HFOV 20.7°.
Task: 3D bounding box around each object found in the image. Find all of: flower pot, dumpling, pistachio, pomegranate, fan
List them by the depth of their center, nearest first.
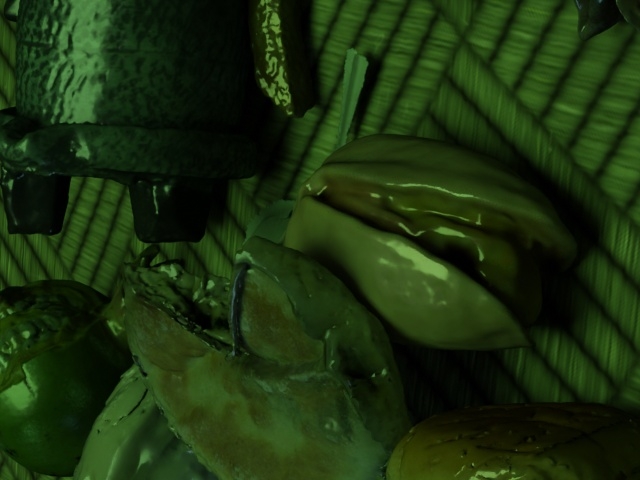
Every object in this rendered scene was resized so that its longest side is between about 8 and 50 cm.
[{"bbox_3d":[0.089,0.007,1.556,0.299,0.187,0.187,20,110,44],"label":"pistachio"},{"bbox_3d":[0.001,0.000,1.785,0.233,0.012,0.414,40,127,39],"label":"fan"},{"bbox_3d":[-0.215,-0.135,1.817,0.299,0.299,0.282,13,100,51],"label":"flower pot"},{"bbox_3d":[-0.134,0.239,1.824,0.243,0.318,0.187,48,154,-26],"label":"dumpling"},{"bbox_3d":[-0.266,0.132,2.014,0.302,0.236,0.236,-36,61,11],"label":"pomegranate"}]

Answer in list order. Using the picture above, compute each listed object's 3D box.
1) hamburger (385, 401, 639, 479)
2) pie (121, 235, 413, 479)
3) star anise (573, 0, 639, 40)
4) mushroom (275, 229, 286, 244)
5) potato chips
[{"bbox_3d":[0.175,0.215,1.415,0.244,0.244,0.163,-8,84,52],"label":"hamburger"},{"bbox_3d":[-0.049,0.135,1.591,0.337,0.075,0.337,27,136,29],"label":"pie"},{"bbox_3d":[0.258,-0.239,1.375,0.212,0.073,0.196,-22,73,54],"label":"star anise"},{"bbox_3d":[-0.024,0.160,1.742,0.128,0.128,0.350,-1,99,52],"label":"mushroom"},{"bbox_3d":[-0.040,-0.328,1.765,0.080,0.057,0.406,6,99,39],"label":"potato chips"}]
